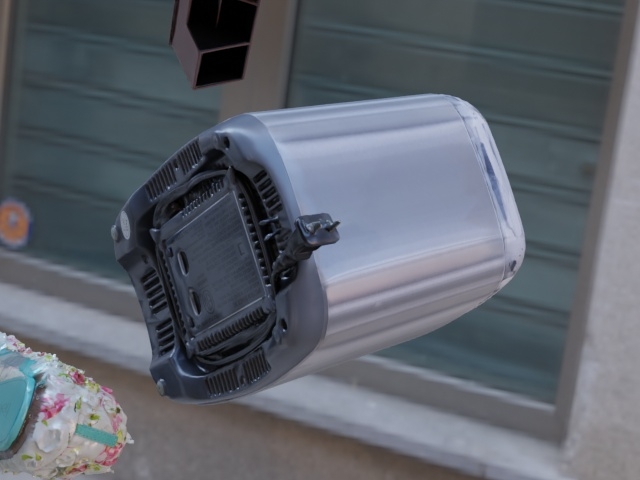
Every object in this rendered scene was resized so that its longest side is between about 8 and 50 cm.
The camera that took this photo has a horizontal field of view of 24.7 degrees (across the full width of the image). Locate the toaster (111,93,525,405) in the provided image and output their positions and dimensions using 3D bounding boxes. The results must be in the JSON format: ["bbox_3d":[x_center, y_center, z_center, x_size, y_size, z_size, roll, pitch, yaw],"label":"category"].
[{"bbox_3d":[0.000,0.000,0.748,0.146,0.129,0.227,-14,-10,-31],"label":"toaster"}]

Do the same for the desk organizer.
[{"bbox_3d":[-0.075,-0.171,1.062,0.047,0.130,0.050,-14,61,-21],"label":"desk organizer"}]

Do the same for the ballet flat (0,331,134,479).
[{"bbox_3d":[-0.185,0.109,0.918,0.077,0.091,0.241,22,-4,-26],"label":"ballet flat"}]
